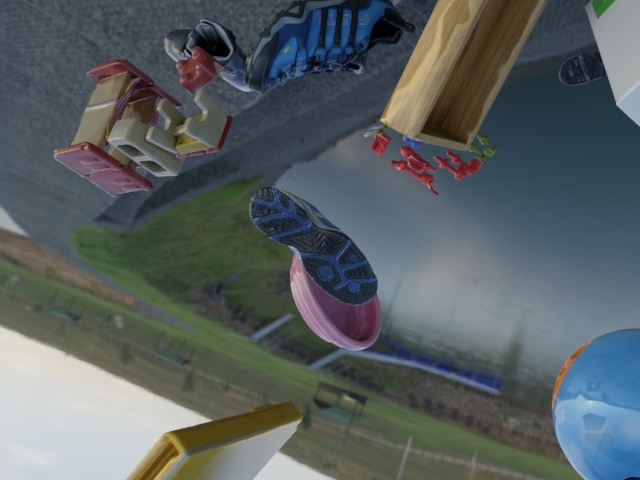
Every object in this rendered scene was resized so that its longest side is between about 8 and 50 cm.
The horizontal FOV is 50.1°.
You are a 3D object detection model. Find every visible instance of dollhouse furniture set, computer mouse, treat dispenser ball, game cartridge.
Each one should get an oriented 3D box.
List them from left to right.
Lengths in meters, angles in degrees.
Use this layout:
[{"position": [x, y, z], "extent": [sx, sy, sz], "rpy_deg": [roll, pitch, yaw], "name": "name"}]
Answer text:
[{"position": [-0.275, -0.210, 1.195], "extent": [0.373, 0.202, 0.152], "rpy_deg": [-3, 152, 37], "name": "dollhouse furniture set"}, {"position": [-0.185, 0.355, 0.977], "extent": [0.052, 0.285, 0.323], "rpy_deg": [44, -167, 21], "name": "game cartridge"}, {"position": [0.643, -0.400, 1.511], "extent": [0.242, 0.041, 0.071], "rpy_deg": [-9, 108, 42], "name": "computer mouse"}, {"position": [0.537, 0.292, 1.146], "extent": [0.288, 0.288, 0.288], "rpy_deg": [19, 168, 4], "name": "treat dispenser ball"}]

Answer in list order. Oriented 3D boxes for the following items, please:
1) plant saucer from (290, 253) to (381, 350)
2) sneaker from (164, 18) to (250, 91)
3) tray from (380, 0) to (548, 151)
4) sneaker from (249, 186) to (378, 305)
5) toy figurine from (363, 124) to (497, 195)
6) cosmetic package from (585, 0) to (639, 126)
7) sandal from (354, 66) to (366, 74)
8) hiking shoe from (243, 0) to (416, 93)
[{"position": [0.031, 0.134, 1.778], "extent": [0.084, 0.332, 0.332], "rpy_deg": [-28, 141, 28], "name": "plant saucer"}, {"position": [-0.230, -0.368, 1.281], "extent": [0.226, 0.086, 0.163], "rpy_deg": [26, -178, 20], "name": "sneaker"}, {"position": [0.251, -0.341, 1.028], "extent": [0.076, 0.411, 0.202], "rpy_deg": [37, -159, 28], "name": "tray"}, {"position": [0.000, 0.000, 0.931], "extent": [0.211, 0.080, 0.081], "rpy_deg": [46, -164, 0], "name": "sneaker"}, {"position": [0.266, -0.261, 1.292], "extent": [0.191, 0.217, 0.362], "rpy_deg": [41, -142, 16], "name": "toy figurine"}, {"position": [0.455, -0.254, 0.816], "extent": [0.155, 0.366, 0.197], "rpy_deg": [36, 124, -10], "name": "cosmetic package"}, {"position": [0.070, -0.468, 1.558], "extent": [0.040, 0.179, 0.067], "rpy_deg": [-14, -164, -22], "name": "sandal"}, {"position": [0.013, -0.319, 1.097], "extent": [0.132, 0.304, 0.113], "rpy_deg": [45, 160, 13], "name": "hiking shoe"}]
